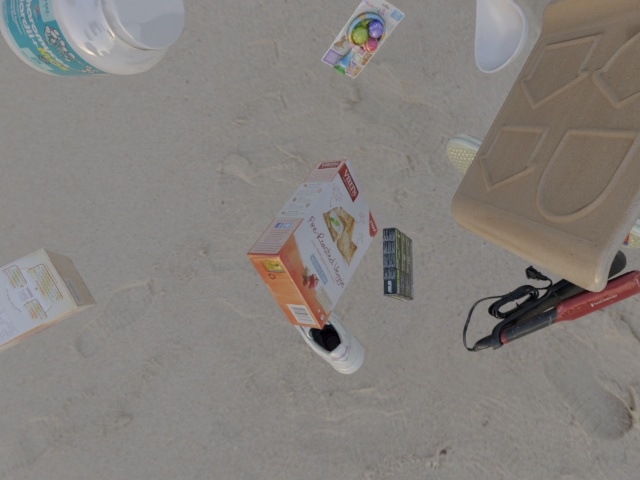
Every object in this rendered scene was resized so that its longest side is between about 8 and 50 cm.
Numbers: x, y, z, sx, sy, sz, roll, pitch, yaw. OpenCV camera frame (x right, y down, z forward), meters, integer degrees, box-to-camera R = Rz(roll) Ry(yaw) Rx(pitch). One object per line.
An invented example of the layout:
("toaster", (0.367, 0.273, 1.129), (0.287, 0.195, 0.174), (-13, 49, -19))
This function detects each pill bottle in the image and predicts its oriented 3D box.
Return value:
("pill bottle", (-0.293, -0.289, 0.609), (0.264, 0.146, 0.146), (13, 98, 37))

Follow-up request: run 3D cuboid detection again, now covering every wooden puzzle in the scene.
("wooden puzzle", (0.323, -0.138, 0.584), (0.081, 0.322, 0.347), (19, 101, -15))

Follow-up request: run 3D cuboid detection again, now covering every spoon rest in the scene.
("spoon rest", (0.384, -0.491, 1.022), (0.084, 0.137, 0.276), (13, 70, -23))

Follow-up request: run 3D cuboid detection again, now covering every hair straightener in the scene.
("hair straightener", (0.286, 0.079, 0.617), (0.230, 0.089, 0.047), (-36, 121, 23))

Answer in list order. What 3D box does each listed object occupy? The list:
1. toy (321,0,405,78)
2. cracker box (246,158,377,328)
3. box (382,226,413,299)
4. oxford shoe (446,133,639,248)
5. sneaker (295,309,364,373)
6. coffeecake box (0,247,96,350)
("toy", (0.126, -0.577, 1.367), (0.237, 0.137, 0.056), (-43, 46, 37))
("cracker box", (0.000, 0.000, 0.747), (0.067, 0.232, 0.155), (0, 133, 35))
("box", (0.225, 0.073, 1.357), (0.045, 0.184, 0.190), (-5, 78, 27))
("oxford shoe", (0.487, -0.130, 1.000), (0.450, 0.169, 0.129), (25, 84, 10))
("sneaker", (-0.012, 0.183, 1.147), (0.114, 0.152, 0.305), (-44, 55, -4))
("coffeecake box", (-0.340, 0.084, 0.472), (0.186, 0.142, 0.068), (-29, 94, -19))
